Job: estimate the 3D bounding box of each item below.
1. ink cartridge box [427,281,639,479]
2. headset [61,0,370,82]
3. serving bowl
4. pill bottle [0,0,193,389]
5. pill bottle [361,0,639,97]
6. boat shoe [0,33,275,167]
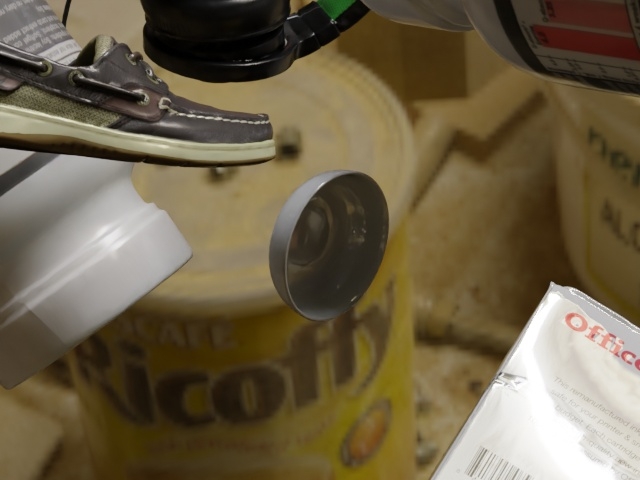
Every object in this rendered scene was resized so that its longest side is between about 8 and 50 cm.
[{"bbox_3d":[0.207,0.221,1.587,0.223,0.129,0.307,32,53,6],"label":"ink cartridge box"},{"bbox_3d":[-0.118,-0.244,1.574,0.394,0.243,0.185,-29,36,-6],"label":"headset"},{"bbox_3d":[0.000,0.000,1.015,0.027,0.083,0.083,20,50,39],"label":"serving bowl"},{"bbox_3d":[-0.203,-0.066,1.060,0.162,0.162,0.278,-38,95,-28],"label":"pill bottle"},{"bbox_3d":[0.192,-0.170,0.944,0.363,0.210,0.210,13,46,37],"label":"pill bottle"},{"bbox_3d":[-0.087,-0.057,0.750,0.152,0.049,0.056,5,2,-26],"label":"boat shoe"}]
